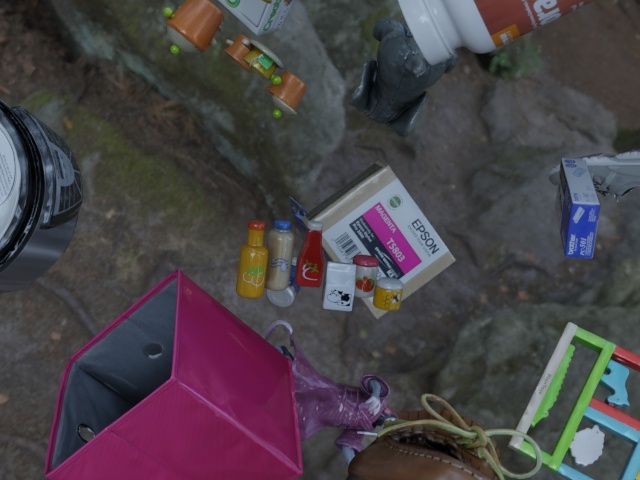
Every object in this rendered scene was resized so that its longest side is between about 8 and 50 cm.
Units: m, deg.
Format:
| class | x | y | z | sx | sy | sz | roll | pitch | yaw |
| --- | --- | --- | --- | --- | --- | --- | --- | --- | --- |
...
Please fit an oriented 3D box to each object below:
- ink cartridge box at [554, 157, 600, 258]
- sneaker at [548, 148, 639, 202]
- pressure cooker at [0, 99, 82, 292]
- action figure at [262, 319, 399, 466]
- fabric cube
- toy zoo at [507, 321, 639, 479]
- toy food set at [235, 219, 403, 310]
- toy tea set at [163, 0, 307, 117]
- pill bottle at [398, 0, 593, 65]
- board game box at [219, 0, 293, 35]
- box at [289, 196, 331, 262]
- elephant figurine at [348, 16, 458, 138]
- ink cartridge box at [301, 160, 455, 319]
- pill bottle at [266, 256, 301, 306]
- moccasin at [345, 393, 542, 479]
| class | x | y | z | sx | sy | sz | roll | pitch | yaw |
| --- | --- | --- | --- | --- | --- | --- | --- | --- | --- |
| ink cartridge box | 0.428 | -0.058 | 1.428 | 0.046 | 0.097 | 0.207 | 4 | 25 | 8 |
| sneaker | 0.645 | -0.139 | 1.928 | 0.105 | 0.281 | 0.115 | -14 | 98 | -43 |
| pressure cooker | -0.633 | -0.078 | 1.463 | 0.370 | 0.375 | 0.420 | 27 | -5 | 1 |
| action figure | 0.032 | 0.372 | 1.893 | 0.370 | 0.248 | 0.276 | 18 | 22 | -23 |
| fabric cube | -0.212 | 0.255 | 1.268 | 0.258 | 0.259 | 0.254 | 43 | 18 | -29 |
| toy zoo | 0.420 | 0.257 | 1.115 | 0.293 | 0.030 | 0.192 | 26 | 75 | 15 |
| toy food set | 0.003 | 0.028 | 1.197 | 0.232 | 0.104 | 0.111 | 6 | 14 | -4 |
| toy tea set | -0.182 | -0.364 | 1.740 | 0.336 | 0.124 | 0.200 | 39 | 2 | -1 |
| pill bottle | 0.194 | -0.271 | 0.887 | 0.121 | 0.216 | 0.121 | 54 | 21 | -32 |
| board game box | -0.134 | -0.427 | 1.060 | 0.305 | 0.193 | 0.053 | 44 | 44 | 14 |
| box | 0.000 | 0.000 | 1.986 | 0.225 | 0.036 | 0.136 | 43 | -11 | 13 |
| elephant figurine | 0.133 | -0.268 | 1.545 | 0.186 | 0.239 | 0.169 | -11 | 52 | -43 |
| ink cartridge box | 0.110 | -0.002 | 1.614 | 0.234 | 0.193 | 0.088 | 53 | 0 | -13 |
| pill bottle | -0.073 | 0.093 | 1.975 | 0.067 | 0.067 | 0.120 | 42 | 40 | -11 |
| moccasin | 0.112 | 0.215 | 0.800 | 0.139 | 0.147 | 0.380 | 37 | -9 | 12 |
